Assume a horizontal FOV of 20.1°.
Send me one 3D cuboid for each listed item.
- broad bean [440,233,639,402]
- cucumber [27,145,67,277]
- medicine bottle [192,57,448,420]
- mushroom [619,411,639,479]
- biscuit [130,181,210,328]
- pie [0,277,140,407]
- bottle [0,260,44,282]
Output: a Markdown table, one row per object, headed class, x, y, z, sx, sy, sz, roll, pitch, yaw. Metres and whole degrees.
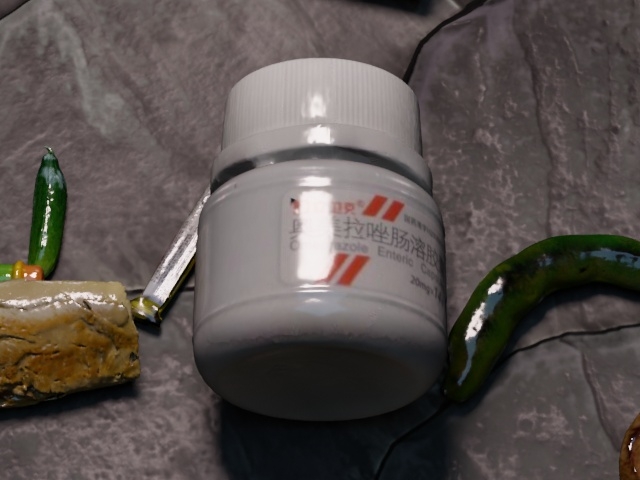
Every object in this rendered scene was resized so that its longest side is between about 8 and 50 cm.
| class | x | y | z | sx | sy | sz | roll | pitch | yaw |
| --- | --- | --- | --- | --- | --- | --- | --- | --- | --- |
| broad bean | 0.243 | 0.066 | 1.850 | 0.292 | 0.049 | 0.144 | -16 | 68 | -9 |
| cucumber | -0.285 | -0.031 | 1.891 | 0.037 | 0.037 | 0.155 | 1 | 66 | -1 |
| medicine bottle | 0.000 | 0.000 | 1.769 | 0.245 | 0.245 | 0.306 | 0 | 64 | -1 |
| mushroom | 0.401 | 0.246 | 1.691 | 0.283 | 0.195 | 0.263 | -6 | 57 | -22 |
| biscuit | -0.117 | -0.033 | 1.901 | 0.048 | 0.026 | 0.292 | 26 | 67 | 15 |
| pie | -0.324 | 0.103 | 1.802 | 0.282 | 0.068 | 0.128 | -5 | 102 | -8 |
| bottle | -0.376 | 0.040 | 1.840 | 0.187 | 0.069 | 0.069 | 1 | 65 | -2 |
